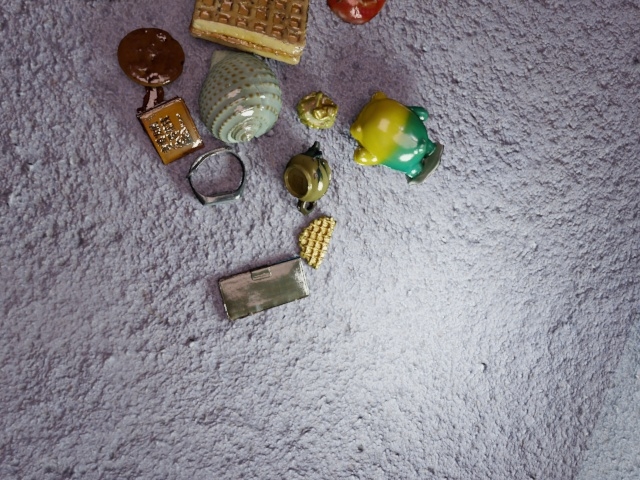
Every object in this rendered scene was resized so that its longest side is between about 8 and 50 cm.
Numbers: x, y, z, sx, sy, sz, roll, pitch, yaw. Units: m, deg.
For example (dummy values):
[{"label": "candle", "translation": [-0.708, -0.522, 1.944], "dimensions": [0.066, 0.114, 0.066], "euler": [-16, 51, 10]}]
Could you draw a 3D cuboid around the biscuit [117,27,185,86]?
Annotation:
[{"label": "biscuit", "translation": [-0.549, -0.598, 1.704], "dimensions": [0.212, 0.036, 0.212], "euler": [4, 78, -19]}]

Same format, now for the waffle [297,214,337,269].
[{"label": "waffle", "translation": [0.000, 0.000, 1.959], "dimensions": [0.192, 0.046, 0.161], "euler": [-38, 103, -10]}]

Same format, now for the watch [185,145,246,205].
[{"label": "watch", "translation": [-0.360, -0.223, 1.814], "dimensions": [0.206, 0.068, 0.193], "euler": [-12, 96, -19]}]

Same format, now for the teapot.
[{"label": "teapot", "translation": [-0.030, -0.223, 1.880], "dimensions": [0.182, 0.173, 0.269], "euler": [-32, 133, -43]}]

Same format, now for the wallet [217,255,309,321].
[{"label": "wallet", "translation": [-0.203, 0.174, 1.916], "dimensions": [0.317, 0.044, 0.169], "euler": [-17, 104, -13]}]

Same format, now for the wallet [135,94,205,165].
[{"label": "wallet", "translation": [-0.494, -0.362, 1.741], "dimensions": [0.161, 0.042, 0.195], "euler": [-27, 124, -11]}]

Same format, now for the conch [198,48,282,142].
[{"label": "conch", "translation": [-0.258, -0.490, 1.746], "dimensions": [0.303, 0.215, 0.319], "euler": [-15, 101, -26]}]

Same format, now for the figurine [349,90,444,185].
[{"label": "figurine", "translation": [0.273, -0.372, 1.911], "dimensions": [0.340, 0.231, 0.324], "euler": [33, 85, -23]}]

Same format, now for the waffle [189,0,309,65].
[{"label": "waffle", "translation": [-0.229, -0.746, 1.733], "dimensions": [0.376, 0.114, 0.261], "euler": [9, 73, -17]}]

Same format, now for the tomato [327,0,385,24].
[{"label": "tomato", "translation": [0.141, -0.901, 1.880], "dimensions": [0.227, 0.101, 0.228], "euler": [-3, 99, -20]}]

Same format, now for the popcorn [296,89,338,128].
[{"label": "popcorn", "translation": [-0.013, -0.459, 1.867], "dimensions": [0.145, 0.126, 0.126], "euler": [31, 60, 2]}]

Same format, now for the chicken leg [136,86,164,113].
[{"label": "chicken leg", "translation": [-0.560, -0.480, 1.732], "dimensions": [0.089, 0.048, 0.219], "euler": [0, 96, -20]}]
